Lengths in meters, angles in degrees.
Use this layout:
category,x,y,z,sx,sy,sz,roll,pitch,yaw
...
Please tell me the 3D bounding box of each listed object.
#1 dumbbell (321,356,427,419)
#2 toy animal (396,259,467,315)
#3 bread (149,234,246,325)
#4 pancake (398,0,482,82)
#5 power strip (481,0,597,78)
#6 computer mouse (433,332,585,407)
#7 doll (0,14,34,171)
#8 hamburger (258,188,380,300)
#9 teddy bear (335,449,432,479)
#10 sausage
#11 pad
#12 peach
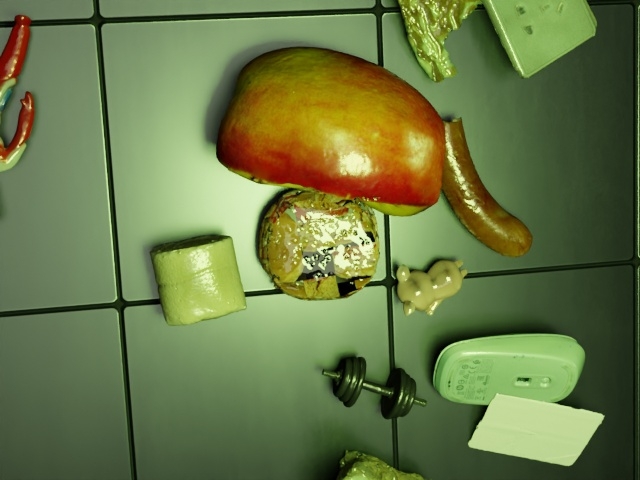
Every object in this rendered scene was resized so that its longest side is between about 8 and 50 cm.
category,x,y,z,sx,sy,sz,roll,pitch,yaw
dumbbell,0.101,0.274,1.863,0.208,0.099,0.099,19,95,-11
toy animal,0.203,0.079,1.862,0.150,0.083,0.089,-24,144,-15
bread,-0.214,0.070,1.759,0.148,0.134,0.141,-11,100,3
pancake,0.231,-0.474,1.803,0.197,0.054,0.377,9,98,-16
power strip,0.384,-0.419,1.826,0.213,0.064,0.198,-34,102,-24
computer mouse,0.356,0.233,1.899,0.288,0.097,0.160,2,131,-3
doll,-0.578,-0.193,1.680,0.188,0.099,0.384,2,95,-11
hamburger,0.000,0.000,1.805,0.230,0.107,0.231,-1,103,-4
teddy bear,0.063,0.522,1.866,0.267,0.156,0.256,27,88,-42
sausage,0.285,-0.087,1.854,0.102,0.076,0.302,-34,102,-3
pad,0.416,0.369,1.943,0.232,0.004,0.156,13,125,-12
peach,0.030,-0.190,1.687,0.380,0.306,0.243,17,102,-7
